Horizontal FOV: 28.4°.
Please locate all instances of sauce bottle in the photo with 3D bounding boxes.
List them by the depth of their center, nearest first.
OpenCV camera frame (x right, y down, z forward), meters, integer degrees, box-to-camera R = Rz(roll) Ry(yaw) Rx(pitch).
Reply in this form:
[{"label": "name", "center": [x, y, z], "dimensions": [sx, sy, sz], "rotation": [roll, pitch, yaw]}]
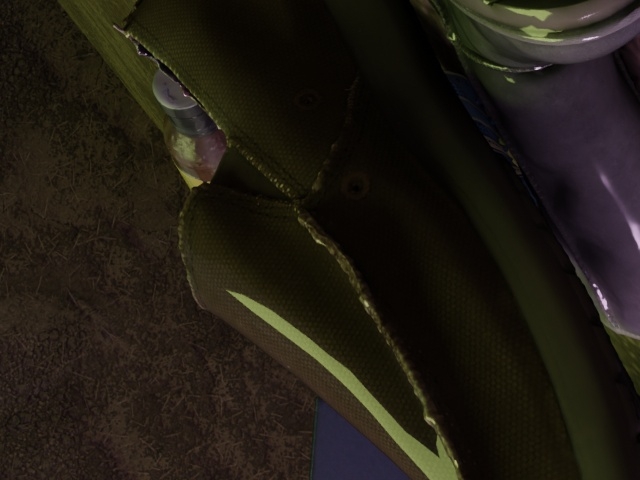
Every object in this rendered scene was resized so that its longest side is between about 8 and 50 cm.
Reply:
[{"label": "sauce bottle", "center": [-0.127, -0.116, 1.538], "dimensions": [0.111, 0.111, 0.344], "rotation": [50, 172, 19]}]

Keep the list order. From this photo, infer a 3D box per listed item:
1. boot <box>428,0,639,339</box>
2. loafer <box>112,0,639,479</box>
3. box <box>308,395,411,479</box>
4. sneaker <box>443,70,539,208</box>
[{"label": "boot", "center": [0.099, -0.036, 0.452], "dimensions": [0.190, 0.076, 0.208], "rotation": [-109, -7, -62]}, {"label": "loafer", "center": [0.021, 0.011, 0.493], "dimensions": [0.134, 0.130, 0.366], "rotation": [49, -167, -55]}, {"label": "box", "center": [0.093, 0.352, 1.472], "dimensions": [0.395, 0.212, 0.293], "rotation": [81, -166, -76]}, {"label": "sneaker", "center": [0.072, -0.040, 0.659], "dimensions": [0.211, 0.081, 0.080], "rotation": [34, 170, 6]}]
